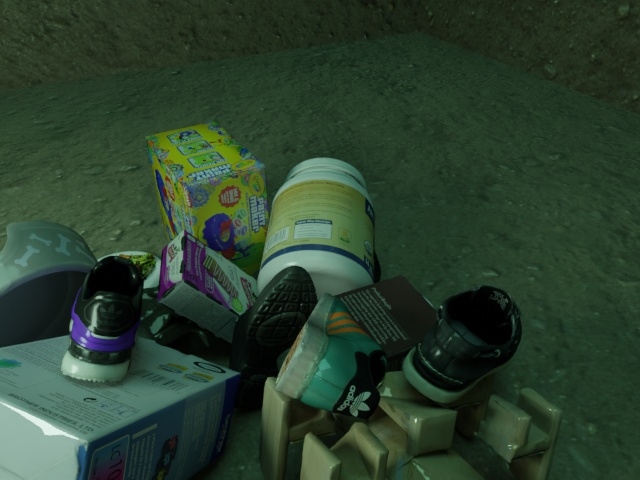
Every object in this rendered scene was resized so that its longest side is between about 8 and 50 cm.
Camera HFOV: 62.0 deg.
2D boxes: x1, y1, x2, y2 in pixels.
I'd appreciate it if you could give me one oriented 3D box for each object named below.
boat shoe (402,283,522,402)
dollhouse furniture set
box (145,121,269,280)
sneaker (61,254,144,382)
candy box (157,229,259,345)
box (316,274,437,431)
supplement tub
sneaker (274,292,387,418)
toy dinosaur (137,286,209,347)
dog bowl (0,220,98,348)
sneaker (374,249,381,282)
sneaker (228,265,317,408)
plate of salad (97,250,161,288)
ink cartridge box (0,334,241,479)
[{"bbox_3d":[0.244,0.123,0.809,0.127,0.113,0.340,40,31,29],"label":"boat shoe"},{"bbox_3d":[0.153,0.353,0.686,0.362,0.256,0.394,-2,16,-27],"label":"dollhouse furniture set"},{"bbox_3d":[-0.251,-0.078,1.221,0.177,0.289,0.279,-19,39,-25],"label":"box"},{"bbox_3d":[-0.309,0.090,0.791,0.102,0.146,0.293,12,4,-24],"label":"sneaker"},{"bbox_3d":[-0.195,0.104,1.027,0.071,0.233,0.159,-40,34,15],"label":"candy box"},{"bbox_3d":[0.096,0.194,0.939,0.203,0.167,0.168,-14,38,-19],"label":"box"},{"bbox_3d":[0.000,0.000,1.110,0.229,0.228,0.316,3,48,4],"label":"supplement tub"},{"bbox_3d":[0.023,0.157,0.716,0.121,0.108,0.302,30,9,2],"label":"sneaker"},{"bbox_3d":[-0.322,0.158,1.066,0.160,0.121,0.314,-36,53,-25],"label":"toy dinosaur"},{"bbox_3d":[-0.502,0.140,0.885,0.102,0.348,0.349,33,45,20],"label":"dog bowl"},{"bbox_3d":[0.079,0.030,1.275,0.097,0.084,0.234,-22,33,10],"label":"sneaker"},{"bbox_3d":[-0.100,0.150,0.906,0.109,0.286,0.130,14,27,-29],"label":"sneaker"},{"bbox_3d":[-0.458,0.076,1.212,0.200,0.048,0.199,1,35,0],"label":"plate of salad"},{"bbox_3d":[-0.300,0.243,0.765,0.270,0.151,0.395,15,5,19],"label":"ink cartridge box"}]
